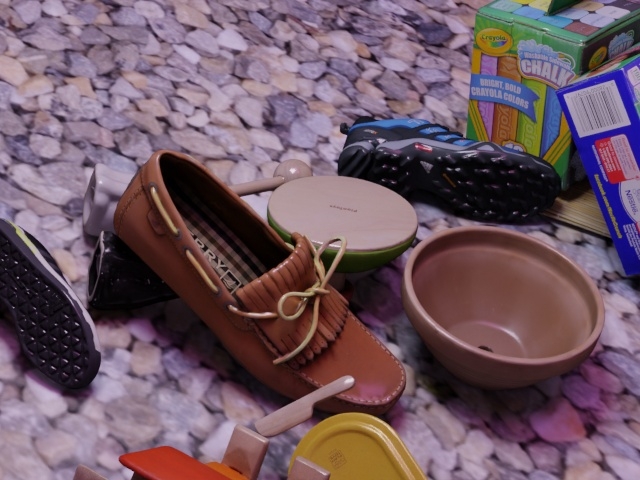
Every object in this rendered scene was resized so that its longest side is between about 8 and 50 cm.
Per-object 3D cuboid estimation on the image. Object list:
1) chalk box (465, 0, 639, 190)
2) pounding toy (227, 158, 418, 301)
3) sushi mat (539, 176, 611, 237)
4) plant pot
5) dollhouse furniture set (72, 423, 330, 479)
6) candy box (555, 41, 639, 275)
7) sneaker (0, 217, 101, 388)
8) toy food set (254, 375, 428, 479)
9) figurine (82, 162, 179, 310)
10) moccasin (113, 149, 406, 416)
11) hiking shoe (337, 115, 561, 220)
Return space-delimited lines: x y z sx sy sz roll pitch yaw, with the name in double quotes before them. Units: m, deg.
"chalk box" 0.327 -0.250 1.878 0.179 0.289 0.180 24 37 34
"pounding toy" 0.000 0.000 1.660 0.237 0.110 0.183 26 34 29
"sushi mat" 0.466 -0.027 1.877 0.317 0.019 0.151 20 38 9
"plant pot" 0.202 0.097 1.582 0.237 0.109 0.237 8 38 -7
"dollhouse furniture set" -0.061 0.245 1.203 0.259 0.135 0.262 24 12 26
"candy box" 0.482 -0.141 1.794 0.122 0.268 0.317 -13 14 47
"sneaker" -0.300 0.061 1.509 0.234 0.084 0.097 54 15 19
"toy food set" 0.040 0.248 1.369 0.128 0.071 0.218 -34 60 2
"figurine" -0.173 0.002 1.629 0.209 0.092 0.215 8 38 -19
"moccasin" -0.054 0.046 1.488 0.380 0.147 0.139 46 50 4
"hiking shoe" 0.176 -0.115 1.833 0.304 0.113 0.132 10 39 -3
